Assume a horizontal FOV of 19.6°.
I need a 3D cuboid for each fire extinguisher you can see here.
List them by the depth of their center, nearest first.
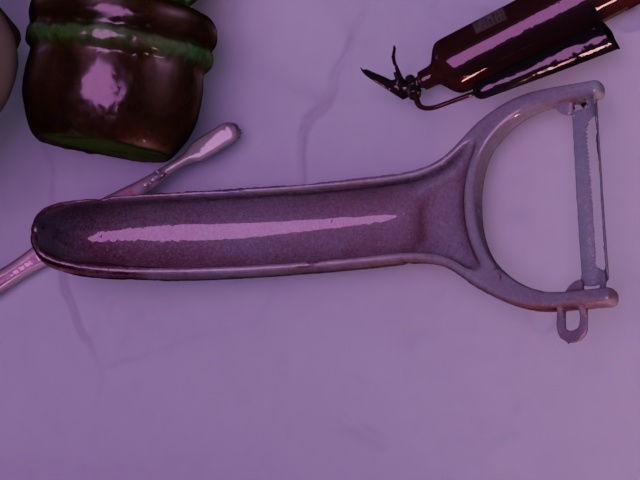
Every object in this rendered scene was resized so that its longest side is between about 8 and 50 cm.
[{"bbox_3d":[0.108,-0.098,0.870,0.173,0.035,0.049,-26,77,11],"label":"fire extinguisher"}]

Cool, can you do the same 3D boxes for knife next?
[{"bbox_3d":[0.000,0.001,0.877,0.278,0.053,0.123,-5,67,14],"label":"knife"}]

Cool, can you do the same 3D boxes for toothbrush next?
[{"bbox_3d":[-0.125,-0.003,0.930,0.204,0.022,0.017,-32,82,10],"label":"toothbrush"}]

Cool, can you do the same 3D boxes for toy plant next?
[{"bbox_3d":[-0.092,-0.123,0.897,0.093,0.093,0.162,7,83,15],"label":"toy plant"}]

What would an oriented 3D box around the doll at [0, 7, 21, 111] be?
[{"bbox_3d":[-0.303,-0.060,0.876,0.370,0.226,0.215,-49,65,11],"label":"doll"}]
